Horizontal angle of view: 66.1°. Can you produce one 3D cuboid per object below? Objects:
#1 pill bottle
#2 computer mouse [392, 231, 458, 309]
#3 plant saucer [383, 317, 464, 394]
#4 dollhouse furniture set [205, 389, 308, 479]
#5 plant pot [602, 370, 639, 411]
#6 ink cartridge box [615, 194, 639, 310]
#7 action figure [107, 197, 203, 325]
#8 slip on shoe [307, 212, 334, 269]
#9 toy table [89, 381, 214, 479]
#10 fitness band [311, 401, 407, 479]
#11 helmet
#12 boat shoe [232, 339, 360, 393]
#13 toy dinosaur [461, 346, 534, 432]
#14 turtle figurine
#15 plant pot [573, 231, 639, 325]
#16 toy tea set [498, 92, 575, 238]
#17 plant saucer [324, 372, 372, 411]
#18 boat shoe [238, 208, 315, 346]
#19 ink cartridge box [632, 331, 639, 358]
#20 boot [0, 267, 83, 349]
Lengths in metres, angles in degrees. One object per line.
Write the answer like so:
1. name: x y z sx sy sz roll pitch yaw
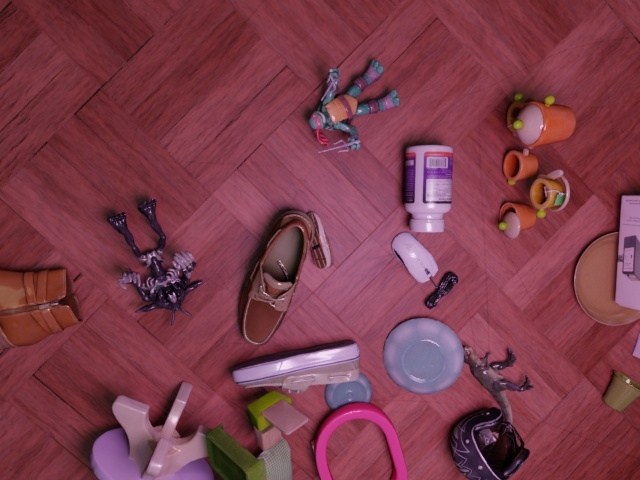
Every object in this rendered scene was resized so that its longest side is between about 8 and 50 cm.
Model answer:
1. pill bottle: 0.247 -0.118 1.132 0.108 0.108 0.194 0 95 -6
2. computer mouse: 0.244 0.065 1.181 0.106 0.042 0.193 -41 98 0
3. plant saucer: 0.247 0.285 1.180 0.195 0.037 0.195 1 98 8
4. dollhouse furniture set: -0.108 0.514 1.057 0.197 0.151 0.302 -21 118 -40
5. plant pot: 0.765 0.390 1.254 0.083 0.083 0.079 27 105 -8
6. ink cartridge box: 0.833 0.028 1.170 0.198 0.115 0.273 -1 95 -6
7. action figure: -0.359 0.058 1.071 0.164 0.141 0.276 -26 96 -15
8. slip on shoe: 0.000 0.000 1.153 0.051 0.041 0.135 -23 83 37
9. toy table: -0.342 0.447 1.072 0.274 0.252 0.161 21 110 -20
10. fitness band: 0.096 0.533 1.193 0.209 0.054 0.291 -18 102 -3
11. helmet: 0.389 0.493 1.170 0.161 0.169 0.169 -32 98 -11
12. boat shoe: -0.049 0.305 1.138 0.302 0.109 0.094 -9 88 -7
13. toy dinosaur: 0.448 0.344 1.220 0.118 0.064 0.268 -33 98 12
14. turtle figurine: 0.054 -0.297 1.092 0.234 0.118 0.175 -33 113 -17
15. plant pot: 0.742 0.095 1.241 0.236 0.032 0.236 -1 96 -7
16. toy tea set: 0.453 -0.164 1.107 0.124 0.200 0.336 -4 101 -14
17. plant saucer: 0.070 0.377 1.202 0.119 0.021 0.119 -1 96 -6
18. boat shoe: -0.106 0.087 1.098 0.122 0.120 0.324 18 101 -5
19. ink cartridge box: 0.895 0.279 1.244 0.143 0.090 0.092 16 94 -8
20. boot: -0.659 0.093 1.055 0.220 0.109 0.283 -16 99 -3
